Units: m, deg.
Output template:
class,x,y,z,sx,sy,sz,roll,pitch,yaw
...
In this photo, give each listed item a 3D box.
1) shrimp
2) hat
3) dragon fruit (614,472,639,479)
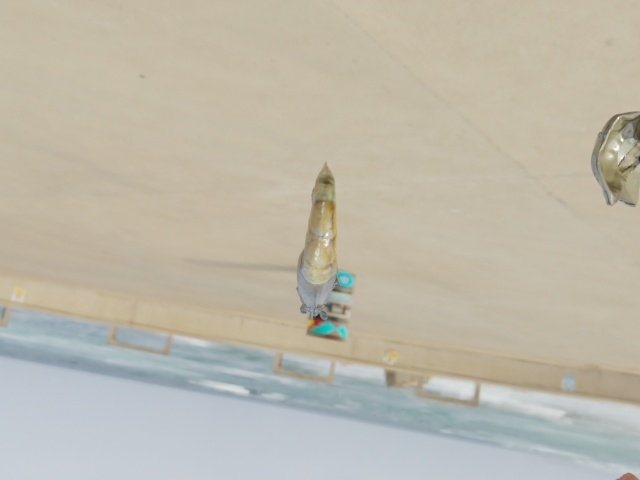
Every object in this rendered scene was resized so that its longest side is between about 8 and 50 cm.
class,x,y,z,sx,sy,sz,roll,pitch,yaw
shrimp,0.000,0.000,0.992,0.051,0.150,0.217,4,143,-4
hat,0.479,-0.122,1.359,0.085,0.147,0.175,41,-170,30
dragon fruit,0.328,0.412,1.026,0.163,0.262,0.189,51,172,25
